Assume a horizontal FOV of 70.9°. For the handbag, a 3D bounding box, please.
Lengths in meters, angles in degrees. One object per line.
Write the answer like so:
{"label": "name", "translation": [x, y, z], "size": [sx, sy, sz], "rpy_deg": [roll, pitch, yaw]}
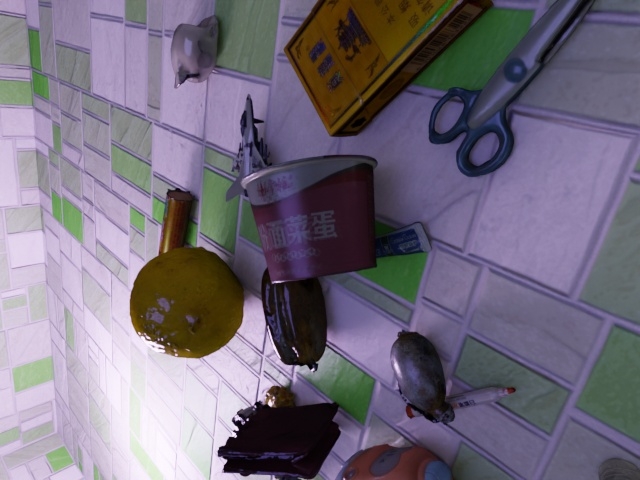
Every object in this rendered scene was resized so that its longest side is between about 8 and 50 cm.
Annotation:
{"label": "handbag", "translation": [-0.078, 0.410, 0.928], "size": [0.216, 0.203, 0.074], "rpy_deg": [-10, 91, 18]}

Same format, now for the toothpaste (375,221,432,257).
{"label": "toothpaste", "translation": [0.106, 0.010, 0.807], "size": [0.197, 0.035, 0.057], "rpy_deg": [-14, 106, 44]}

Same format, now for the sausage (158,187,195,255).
{"label": "sausage", "translation": [-0.431, 0.024, 1.304], "size": [0.082, 0.082, 0.372], "rpy_deg": [39, 125, 31]}

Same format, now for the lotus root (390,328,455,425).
{"label": "lotus root", "translation": [0.167, 0.230, 0.758], "size": [0.088, 0.088, 0.165], "rpy_deg": [-36, 68, 43]}

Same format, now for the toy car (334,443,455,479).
{"label": "toy car", "translation": [0.161, 0.481, 0.775], "size": [0.212, 0.180, 0.271], "rpy_deg": [-43, 70, 30]}

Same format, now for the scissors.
{"label": "scissors", "translation": [0.258, -0.218, 0.598], "size": [0.138, 0.041, 0.289], "rpy_deg": [53, 134, 20]}

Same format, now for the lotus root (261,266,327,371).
{"label": "lotus root", "translation": [-0.054, 0.147, 0.933], "size": [0.124, 0.123, 0.241], "rpy_deg": [-8, 93, 17]}

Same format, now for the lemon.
{"label": "lemon", "translation": [-0.324, 0.147, 1.097], "size": [0.322, 0.268, 0.268], "rpy_deg": [-142, 53, -58]}

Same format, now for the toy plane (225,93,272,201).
{"label": "toy plane", "translation": [-0.150, -0.193, 0.986], "size": [0.160, 0.082, 0.234], "rpy_deg": [20, 99, 51]}

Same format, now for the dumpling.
{"label": "dumpling", "translation": [-0.307, -0.448, 1.065], "size": [0.150, 0.092, 0.176], "rpy_deg": [48, 135, 43]}

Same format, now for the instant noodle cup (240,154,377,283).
{"label": "instant noodle cup", "translation": [-0.006, -0.030, 0.753], "size": [0.234, 0.234, 0.179], "rpy_deg": [-13, 85, 45]}

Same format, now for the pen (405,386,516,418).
{"label": "pen", "translation": [0.229, 0.271, 0.754], "size": [0.218, 0.026, 0.026], "rpy_deg": [-34, 76, 43]}

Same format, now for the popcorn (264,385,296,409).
{"label": "popcorn", "translation": [-0.098, 0.384, 1.077], "size": [0.082, 0.057, 0.083], "rpy_deg": [14, 112, 49]}

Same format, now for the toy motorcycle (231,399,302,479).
{"label": "toy motorcycle", "translation": [-0.125, 0.505, 1.113], "size": [0.263, 0.091, 0.157], "rpy_deg": [17, 119, 43]}

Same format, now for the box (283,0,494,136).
{"label": "box", "translation": [0.086, -0.331, 0.707], "size": [0.301, 0.084, 0.193], "rpy_deg": [-38, 73, 43]}

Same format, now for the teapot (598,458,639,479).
{"label": "teapot", "translation": [0.385, 0.330, 0.576], "size": [0.057, 0.083, 0.067], "rpy_deg": [-46, 65, 35]}
